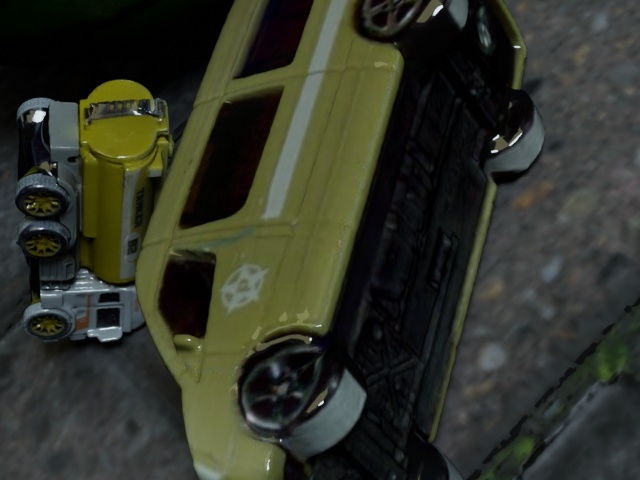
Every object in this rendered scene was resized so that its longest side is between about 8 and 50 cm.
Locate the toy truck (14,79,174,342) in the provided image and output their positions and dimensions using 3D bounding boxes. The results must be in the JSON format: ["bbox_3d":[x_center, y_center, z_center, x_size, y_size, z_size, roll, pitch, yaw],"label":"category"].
[{"bbox_3d":[-0.093,-0.010,0.618,0.063,0.123,0.052,-1,50,-9],"label":"toy truck"}]

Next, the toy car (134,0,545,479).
[{"bbox_3d":[0.000,0.000,0.565,0.124,0.101,0.256,-4,55,34],"label":"toy car"}]

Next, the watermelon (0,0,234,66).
[{"bbox_3d":[-0.116,-0.250,0.660,0.363,0.363,0.363,-16,51,21],"label":"watermelon"}]
